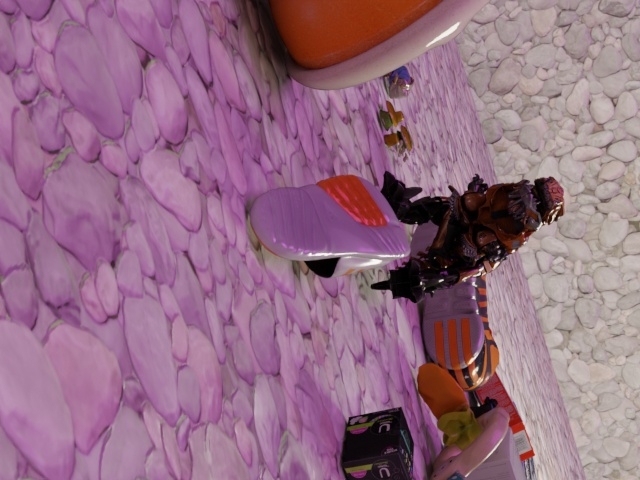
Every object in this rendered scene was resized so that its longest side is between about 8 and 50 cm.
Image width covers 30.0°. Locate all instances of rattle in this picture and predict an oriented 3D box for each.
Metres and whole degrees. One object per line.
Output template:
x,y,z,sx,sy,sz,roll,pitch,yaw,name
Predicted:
0.163,0.265,1.597,0.200,0.130,0.142,-41,106,-46,rattle

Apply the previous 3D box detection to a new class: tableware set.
0.125,-0.188,2.023,0.154,0.024,0.104,-57,128,-70,tableware set

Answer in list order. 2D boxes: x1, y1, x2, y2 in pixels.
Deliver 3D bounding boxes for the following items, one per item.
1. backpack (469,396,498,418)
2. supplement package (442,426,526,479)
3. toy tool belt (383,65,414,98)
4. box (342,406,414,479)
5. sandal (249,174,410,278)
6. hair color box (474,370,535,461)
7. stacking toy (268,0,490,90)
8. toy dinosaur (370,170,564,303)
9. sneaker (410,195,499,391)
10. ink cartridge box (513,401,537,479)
0.258,0.318,1.872,0.114,0.084,0.105,49,29,-50,backpack
0.248,0.379,1.727,0.105,0.105,0.179,-64,138,-70,supplement package
0.139,-0.291,2.122,0.083,0.052,0.051,-86,165,-54,toy tool belt
0.061,0.221,1.243,0.083,0.062,0.052,-77,150,-62,box
-0.005,-0.009,1.233,0.265,0.076,0.102,-2,61,-55,sandal
0.317,0.304,2.106,0.167,0.053,0.093,-110,175,-56,hair color box
-0.014,-0.437,1.299,0.480,0.351,0.350,50,23,-23,stacking toy
0.182,0.007,1.560,0.164,0.218,0.322,64,-35,32,toy dinosaur
0.220,0.096,1.937,0.180,0.125,0.321,62,29,-55,sneaker
0.383,0.427,2.339,0.208,0.045,0.206,59,21,-45,ink cartridge box
